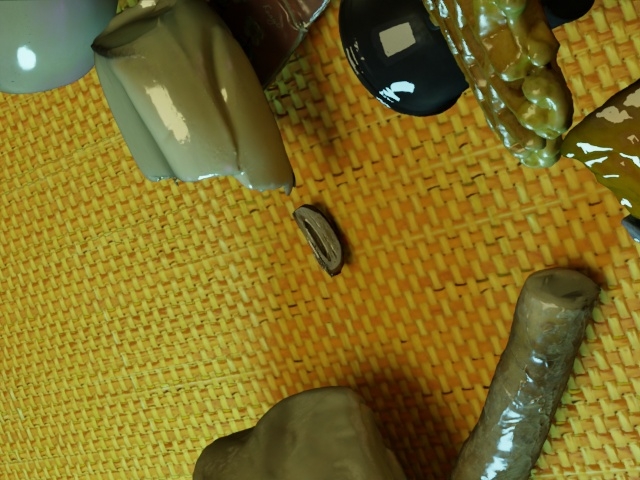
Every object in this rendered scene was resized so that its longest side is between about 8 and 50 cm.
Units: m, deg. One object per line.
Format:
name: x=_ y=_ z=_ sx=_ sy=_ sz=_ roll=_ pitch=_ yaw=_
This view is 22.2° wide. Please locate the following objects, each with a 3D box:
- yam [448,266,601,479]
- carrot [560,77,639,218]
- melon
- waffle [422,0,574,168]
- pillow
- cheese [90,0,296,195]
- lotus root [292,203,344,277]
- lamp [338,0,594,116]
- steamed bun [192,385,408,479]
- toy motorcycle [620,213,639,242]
yam: x=0.186 y=0.166 z=1.567 sx=0.081 sy=0.081 sz=0.356 roll=38 pitch=134 yaw=28
carrot: x=0.357 y=-0.077 z=1.070 sx=0.241 sy=0.341 sz=0.241 roll=41 pitch=153 yaw=26
melon: x=-0.329 y=-0.314 z=1.750 sx=0.223 sy=0.223 sz=0.317 roll=11 pitch=118 yaw=44
waffle: x=0.095 y=-0.193 z=1.112 sx=0.281 sy=0.058 sz=0.300 roll=70 pitch=177 yaw=-84
pillow: x=-0.041 y=-0.256 z=1.607 sx=0.126 sy=0.043 sz=0.232 roll=56 pitch=141 yaw=14
cheese: x=-0.134 y=-0.135 z=1.662 sx=0.233 sy=0.127 sz=0.266 roll=65 pitch=168 yaw=-15
lotus root: x=0.002 y=-0.001 z=1.712 sx=0.083 sy=0.030 sz=0.037 roll=62 pitch=172 yaw=7
lamp: x=0.134 y=-0.201 z=1.345 sx=0.227 sy=0.172 sz=0.147 roll=-21 pitch=93 yaw=53
steamed bun: x=-0.024 y=0.346 z=1.716 sx=0.342 sy=0.255 sz=0.367 roll=53 pitch=155 yaw=20
toy motorcycle: x=0.351 y=0.050 z=1.296 sx=0.270 sy=0.106 sz=0.159 roll=42 pitch=131 yaw=18
